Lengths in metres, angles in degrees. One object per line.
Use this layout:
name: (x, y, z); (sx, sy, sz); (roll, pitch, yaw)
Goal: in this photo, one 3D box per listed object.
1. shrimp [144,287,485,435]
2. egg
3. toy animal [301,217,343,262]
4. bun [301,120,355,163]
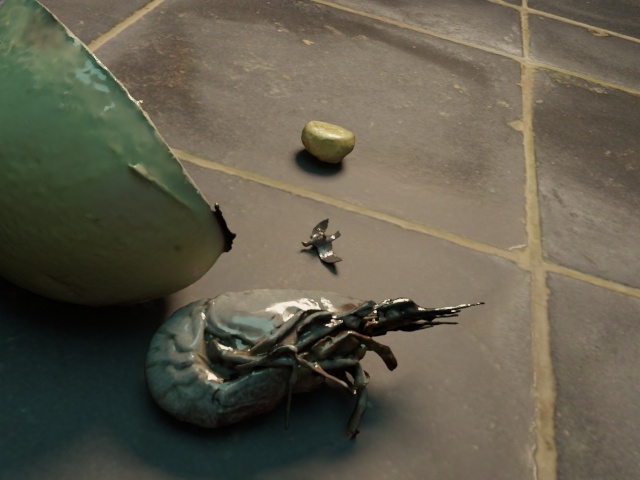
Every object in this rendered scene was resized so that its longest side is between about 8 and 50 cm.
shrimp: (0.001, 0.107, 0.664); (0.343, 0.116, 0.145); (-7, 43, -15)
egg: (-0.262, -0.057, 0.663); (0.337, 0.337, 0.201); (37, 70, 26)
toy animal: (0.000, -0.001, 0.866); (0.050, 0.028, 0.084); (8, 37, -22)
bun: (0.009, -0.150, 1.037); (0.086, 0.054, 0.086); (14, 24, -7)
